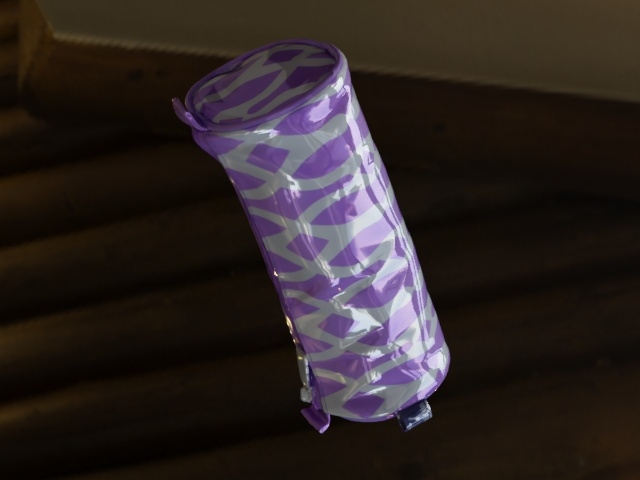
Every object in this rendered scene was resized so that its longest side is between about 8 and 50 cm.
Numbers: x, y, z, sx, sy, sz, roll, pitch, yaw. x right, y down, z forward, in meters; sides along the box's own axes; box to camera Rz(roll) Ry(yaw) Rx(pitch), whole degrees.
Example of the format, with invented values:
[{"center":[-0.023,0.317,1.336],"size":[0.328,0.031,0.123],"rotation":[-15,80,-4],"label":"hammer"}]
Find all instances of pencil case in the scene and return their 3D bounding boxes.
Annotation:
[{"center":[0.000,0.000,0.718],"size":[0.088,0.206,0.086],"rotation":[-25,-152,-9],"label":"pencil case"}]
